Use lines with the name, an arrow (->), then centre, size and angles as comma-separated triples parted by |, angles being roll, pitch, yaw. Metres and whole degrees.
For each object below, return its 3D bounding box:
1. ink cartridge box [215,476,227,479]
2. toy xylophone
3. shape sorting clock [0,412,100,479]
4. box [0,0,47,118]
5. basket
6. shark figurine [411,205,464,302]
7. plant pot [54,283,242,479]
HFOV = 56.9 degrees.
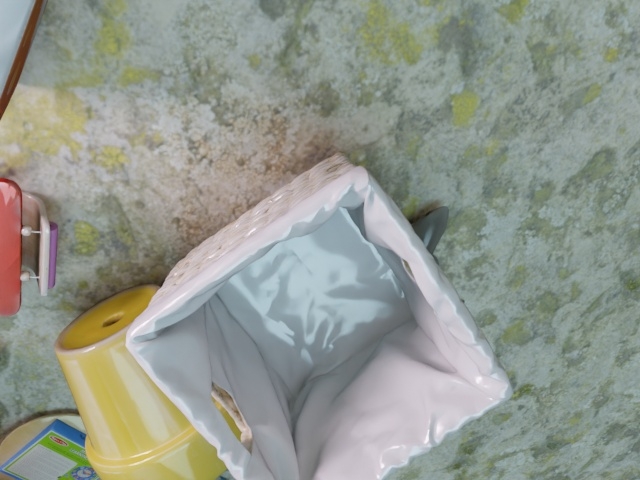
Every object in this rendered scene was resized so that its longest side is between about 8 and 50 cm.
ink cartridge box -> -0.266, 0.491, 1.148 | 0.104, 0.060, 0.180 | -38, 126, 12
toy xylophone -> -0.495, 0.017, 0.740 | 0.322, 0.081, 0.236 | -1, 124, -16
shape sorting clock -> -0.449, 0.378, 1.028 | 0.206, 0.040, 0.206 | -6, 122, -10
box -> -0.310, -0.279, 0.506 | 0.168, 0.215, 0.345 | 22, 116, -28
basket -> -0.003, 0.108, 0.763 | 0.331, 0.266, 0.328 | -35, 105, 5
shark figurine -> 0.167, 0.095, 0.974 | 0.166, 0.116, 0.278 | -21, 125, 0
plant pot -> -0.247, 0.204, 0.859 | 0.254, 0.254, 0.239 | -23, 111, 0
